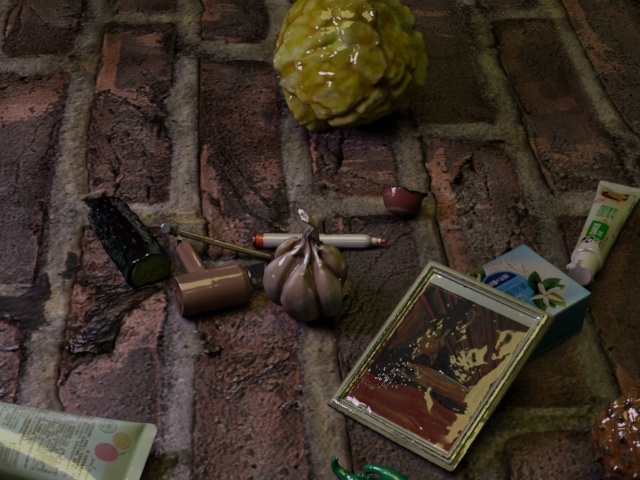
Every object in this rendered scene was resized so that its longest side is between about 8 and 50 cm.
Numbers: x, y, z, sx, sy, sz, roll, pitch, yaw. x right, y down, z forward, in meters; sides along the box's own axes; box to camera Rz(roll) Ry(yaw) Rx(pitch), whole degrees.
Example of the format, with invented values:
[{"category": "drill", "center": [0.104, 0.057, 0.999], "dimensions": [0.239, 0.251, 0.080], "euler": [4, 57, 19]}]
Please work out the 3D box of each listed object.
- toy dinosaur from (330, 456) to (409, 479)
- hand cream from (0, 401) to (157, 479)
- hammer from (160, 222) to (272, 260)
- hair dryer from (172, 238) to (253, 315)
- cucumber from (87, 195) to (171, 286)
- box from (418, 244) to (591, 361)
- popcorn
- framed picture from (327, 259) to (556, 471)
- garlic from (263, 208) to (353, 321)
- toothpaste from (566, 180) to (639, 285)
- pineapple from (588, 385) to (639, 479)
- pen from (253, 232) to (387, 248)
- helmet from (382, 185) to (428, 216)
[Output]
[{"category": "toy dinosaur", "center": [0.067, 0.311, 1.575], "dimensions": [0.132, 0.096, 0.059], "euler": [26, 42, 24]}, {"category": "hand cream", "center": [-0.374, 0.262, 1.618], "dimensions": [0.305, 0.093, 0.147], "euler": [9, 39, 5]}, {"category": "hammer", "center": [-0.166, 0.004, 2.005], "dimensions": [0.182, 0.017, 0.062], "euler": [16, -3, -6]}, {"category": "hair dryer", "center": [-0.185, 0.044, 1.947], "dimensions": [0.117, 0.064, 0.182], "euler": [-12, 34, -20]}, {"category": "cucumber", "center": [-0.310, -0.013, 2.007], "dimensions": [0.078, 0.062, 0.211], "euler": [-16, 41, -22]}, {"category": "box", "center": [0.269, 0.111, 1.864], "dimensions": [0.232, 0.083, 0.142], "euler": [-24, 48, -32]}, {"category": "popcorn", "center": [0.047, -0.344, 2.296], "dimensions": [0.247, 0.282, 0.282], "euler": [-4, 25, 45]}, {"category": "framed picture", "center": [0.167, 0.165, 1.746], "dimensions": [0.216, 0.016, 0.273], "euler": [24, 65, 30]}, {"category": "garlic", "center": [-0.013, 0.038, 1.865], "dimensions": [0.131, 0.194, 0.127], "euler": [24, 51, 17]}, {"category": "toothpaste", "center": [0.467, -0.019, 2.083], "dimensions": [0.058, 0.056, 0.314], "euler": [48, 38, -8]}, {"category": "pineapple", "center": [0.474, 0.332, 1.531], "dimensions": [0.165, 0.166, 0.364], "euler": [-13, 42, -20]}, {"category": "pen", "center": [0.000, 0.001, 2.040], "dimensions": [0.218, 0.026, 0.026], "euler": [0, 37, -3]}, {"category": "helmet", "center": [0.141, -0.062, 2.114], "dimensions": [0.084, 0.049, 0.065], "euler": [10, -7, -33]}]
